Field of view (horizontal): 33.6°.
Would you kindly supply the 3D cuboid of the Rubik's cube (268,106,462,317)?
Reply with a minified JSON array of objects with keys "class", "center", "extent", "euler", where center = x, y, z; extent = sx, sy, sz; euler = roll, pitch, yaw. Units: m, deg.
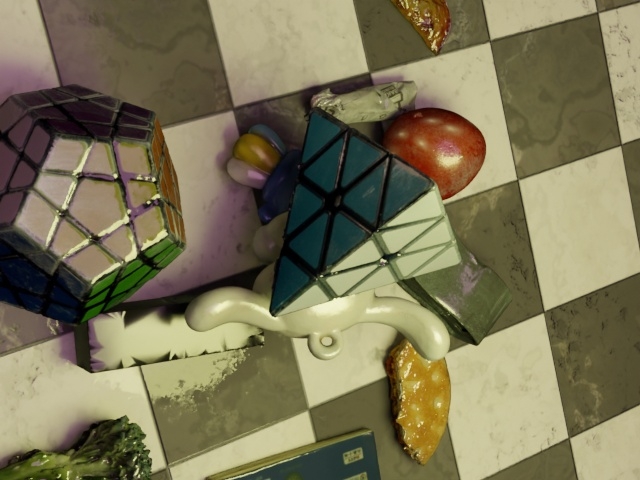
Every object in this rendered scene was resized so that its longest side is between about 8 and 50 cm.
[{"class":"Rubik's cube","center":[0.063,-0.032,1.443],"extent":[0.228,0.233,0.229],"euler":[-57,150,-58]}]

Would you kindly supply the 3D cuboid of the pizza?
[{"class":"pizza","center":[0.163,0.255,1.787],"extent":[0.127,0.058,0.246],"euler":[-22,105,-26]}]

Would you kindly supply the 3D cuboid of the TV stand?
[{"class":"TV stand","center":[-0.221,0.128,1.567],"extent":[0.269,0.083,0.088],"euler":[-7,96,-28]}]

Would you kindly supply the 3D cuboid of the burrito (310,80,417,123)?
[{"class":"burrito","center":[0.075,-0.220,1.707],"extent":[0.203,0.064,0.064],"euler":[-9,98,-27]}]

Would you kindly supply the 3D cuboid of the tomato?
[{"class":"tomato","center":[0.188,-0.137,1.717],"extent":[0.167,0.167,0.167],"euler":[-2,95,-27]}]

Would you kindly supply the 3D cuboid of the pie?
[{"class":"pie","center":[0.157,-0.402,1.752],"extent":[0.191,0.033,0.088],"euler":[41,72,-24]}]

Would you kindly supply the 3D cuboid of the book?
[{"class":"book","center":[-0.013,0.547,1.728],"extent":[0.300,0.039,0.428],"euler":[-12,99,-26]}]

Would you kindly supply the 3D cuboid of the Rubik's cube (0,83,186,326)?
[{"class":"Rubik's cube","center":[-0.326,-0.049,1.395],"extent":[0.319,0.319,0.264],"euler":[44,47,-23]}]

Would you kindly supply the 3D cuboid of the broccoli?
[{"class":"broccoli","center":[-0.385,0.343,1.481],"extent":[0.304,0.145,0.165],"euler":[-8,93,-14]}]

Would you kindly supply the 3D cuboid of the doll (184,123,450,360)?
[{"class":"doll","center":[0.005,-0.003,1.569],"extent":[0.376,0.187,0.366],"euler":[15,62,-30]}]

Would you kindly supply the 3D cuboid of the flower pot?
[{"class":"flower pot","center":[0.215,0.069,1.776],"extent":[0.229,0.103,0.108],"euler":[45,74,-24]}]
